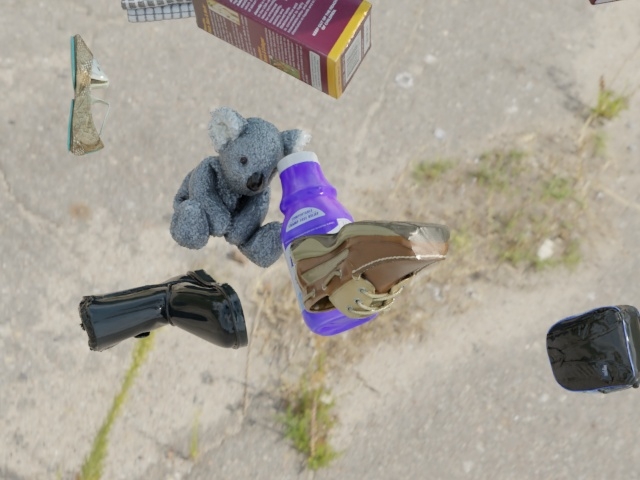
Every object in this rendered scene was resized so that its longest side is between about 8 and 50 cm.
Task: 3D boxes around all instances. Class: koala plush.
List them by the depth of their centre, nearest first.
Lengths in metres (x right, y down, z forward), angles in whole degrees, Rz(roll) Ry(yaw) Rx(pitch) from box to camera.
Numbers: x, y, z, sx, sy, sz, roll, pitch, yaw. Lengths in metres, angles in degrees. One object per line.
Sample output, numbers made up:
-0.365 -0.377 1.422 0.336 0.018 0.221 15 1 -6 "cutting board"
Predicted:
-0.130 -0.109 1.824 0.196 0.221 0.203 14 31 -21 "koala plush"

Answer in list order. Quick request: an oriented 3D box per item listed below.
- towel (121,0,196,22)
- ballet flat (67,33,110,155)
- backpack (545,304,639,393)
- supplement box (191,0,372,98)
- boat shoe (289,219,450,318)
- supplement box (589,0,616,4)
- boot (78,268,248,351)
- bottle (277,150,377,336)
-0.276 -0.570 2.169 0.235 0.121 0.283 -7 72 2 "towel"
-0.378 -0.238 1.842 0.067 0.073 0.206 1 81 -11 "ballet flat"
0.343 0.137 1.378 0.084 0.114 0.105 4 72 -48 "backpack"
-0.043 -0.246 1.227 0.188 0.104 0.080 29 76 10 "supplement box"
0.064 0.042 1.465 0.123 0.324 0.119 1 83 -25 "boat shoe"
0.326 -0.268 0.903 0.239 0.130 0.073 -14 71 -25 "supplement box"
-0.234 0.118 1.625 0.207 0.094 0.246 -16 20 -21 "boot"
0.000 0.000 1.724 0.118 0.092 0.282 -23 69 18 "bottle"
